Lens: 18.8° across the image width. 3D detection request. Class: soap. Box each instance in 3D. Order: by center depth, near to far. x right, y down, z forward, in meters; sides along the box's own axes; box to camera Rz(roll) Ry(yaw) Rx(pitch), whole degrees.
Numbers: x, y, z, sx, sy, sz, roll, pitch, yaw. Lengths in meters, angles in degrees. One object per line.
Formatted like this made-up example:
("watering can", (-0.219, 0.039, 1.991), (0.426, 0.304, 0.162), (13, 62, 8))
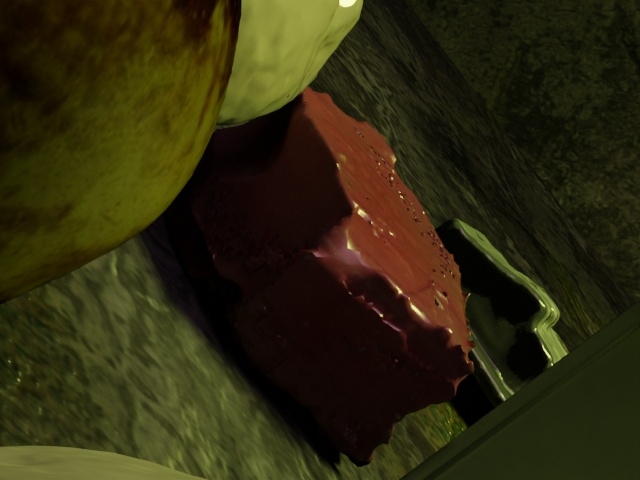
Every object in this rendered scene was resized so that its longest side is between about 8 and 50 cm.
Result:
("soap", (0.000, 0.000, 1.215), (0.182, 0.112, 0.289), (51, 11, -14))

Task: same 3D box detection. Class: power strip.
("power strip", (0.143, 0.064, 1.583), (0.251, 0.092, 0.257), (50, 8, 12))

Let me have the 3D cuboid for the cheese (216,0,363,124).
("cheese", (-0.130, -0.199, 1.139), (0.326, 0.115, 0.318), (31, 27, 5))

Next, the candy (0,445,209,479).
("candy", (-0.007, 0.189, 0.489), (0.386, 0.186, 0.427), (48, 8, 5))

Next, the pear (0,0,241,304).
("pear", (-0.148, -0.101, 0.613), (0.283, 0.283, 0.283), (48, 13, -14))

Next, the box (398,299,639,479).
("box", (0.128, 0.186, 0.851), (0.117, 0.225, 0.225), (43, 15, -37))
